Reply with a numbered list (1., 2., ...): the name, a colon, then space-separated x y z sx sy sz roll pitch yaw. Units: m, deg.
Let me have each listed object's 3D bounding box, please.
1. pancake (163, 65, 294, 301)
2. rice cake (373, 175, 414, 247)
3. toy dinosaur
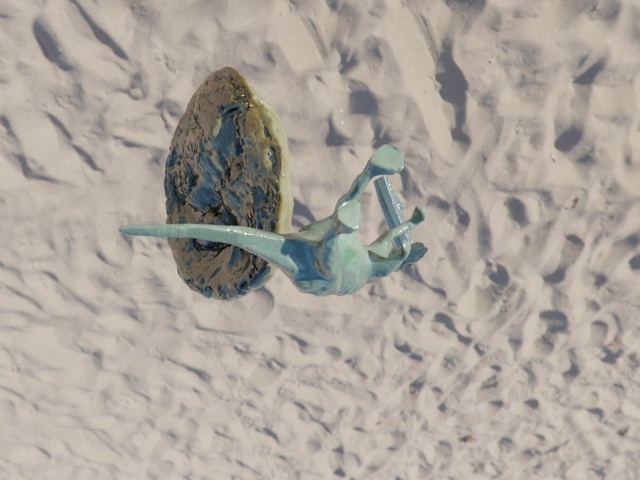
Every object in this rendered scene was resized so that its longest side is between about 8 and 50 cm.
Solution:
1. pancake: -0.163 -0.085 0.797 0.082 0.387 0.387 -8 134 -41
2. rice cake: 0.154 -0.044 0.966 0.042 0.030 0.180 -22 86 31
3. toy dinosaur: 0.000 0.000 0.519 0.392 0.092 0.205 -10 151 -28
